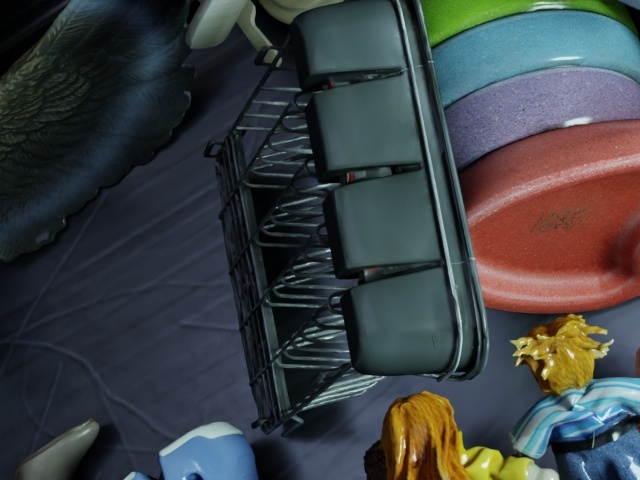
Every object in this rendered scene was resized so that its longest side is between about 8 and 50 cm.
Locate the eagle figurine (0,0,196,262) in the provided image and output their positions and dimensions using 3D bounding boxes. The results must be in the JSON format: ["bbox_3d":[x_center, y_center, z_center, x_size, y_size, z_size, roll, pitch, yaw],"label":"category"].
[{"bbox_3d":[-0.245,-0.076,1.049,0.225,0.226,0.298,13,61,47],"label":"eagle figurine"}]

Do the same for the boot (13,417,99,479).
[{"bbox_3d":[-0.169,0.179,1.051,0.118,0.042,0.087,-37,77,9],"label":"boot"}]

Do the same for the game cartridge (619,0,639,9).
[{"bbox_3d":[0.204,-0.202,0.916,0.294,0.060,0.196,25,48,8],"label":"game cartridge"}]

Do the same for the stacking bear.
[{"bbox_3d":[0.104,-0.123,0.958,0.164,0.175,0.289,-3,61,-20],"label":"stacking bear"}]

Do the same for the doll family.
[{"bbox_3d":[0.126,0.131,0.903,0.263,0.118,0.163,-23,85,11],"label":"doll family"}]

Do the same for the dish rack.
[{"bbox_3d":[0.000,0.000,0.933,0.074,0.271,0.208,-5,75,-17],"label":"dish rack"}]

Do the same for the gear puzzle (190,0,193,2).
[{"bbox_3d":[-0.042,-0.273,1.058,0.339,0.044,0.175,-33,71,23],"label":"gear puzzle"}]

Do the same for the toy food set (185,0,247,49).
[{"bbox_3d":[-0.101,-0.288,0.976,0.306,0.092,0.219,48,121,28],"label":"toy food set"}]

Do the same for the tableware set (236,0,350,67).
[{"bbox_3d":[-0.030,-0.209,1.006,0.128,0.039,0.194,-50,62,31],"label":"tableware set"}]

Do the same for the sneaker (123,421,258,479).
[{"bbox_3d":[-0.110,0.275,0.962,0.315,0.127,0.182,-47,67,3],"label":"sneaker"}]
